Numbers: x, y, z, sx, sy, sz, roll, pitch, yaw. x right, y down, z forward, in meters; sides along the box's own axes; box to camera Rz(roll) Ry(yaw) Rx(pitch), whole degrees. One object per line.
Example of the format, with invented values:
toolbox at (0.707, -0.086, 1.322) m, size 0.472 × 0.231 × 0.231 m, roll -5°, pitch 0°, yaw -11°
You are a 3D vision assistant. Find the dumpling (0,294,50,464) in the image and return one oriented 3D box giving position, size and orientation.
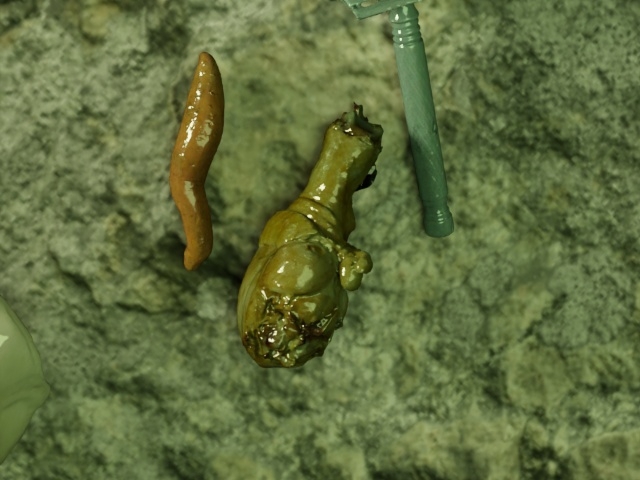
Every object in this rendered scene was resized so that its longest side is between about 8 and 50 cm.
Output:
dumpling at (-0.349, 0.105, 1.201) m, size 0.318 × 0.187 × 0.243 m, roll 29°, pitch 97°, yaw -21°

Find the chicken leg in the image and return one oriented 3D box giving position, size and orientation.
chicken leg at (0.000, 0.000, 1.348) m, size 0.088 × 0.103 × 0.228 m, roll 26°, pitch 91°, yaw -9°

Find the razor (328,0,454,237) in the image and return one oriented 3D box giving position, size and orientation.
razor at (0.083, -0.110, 1.373) m, size 0.106 × 0.068 × 0.232 m, roll -19°, pitch 115°, yaw -14°

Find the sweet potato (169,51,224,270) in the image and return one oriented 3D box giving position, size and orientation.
sweet potato at (-0.099, -0.060, 1.330) m, size 0.044 × 0.044 × 0.179 m, roll 1°, pitch 103°, yaw -20°
